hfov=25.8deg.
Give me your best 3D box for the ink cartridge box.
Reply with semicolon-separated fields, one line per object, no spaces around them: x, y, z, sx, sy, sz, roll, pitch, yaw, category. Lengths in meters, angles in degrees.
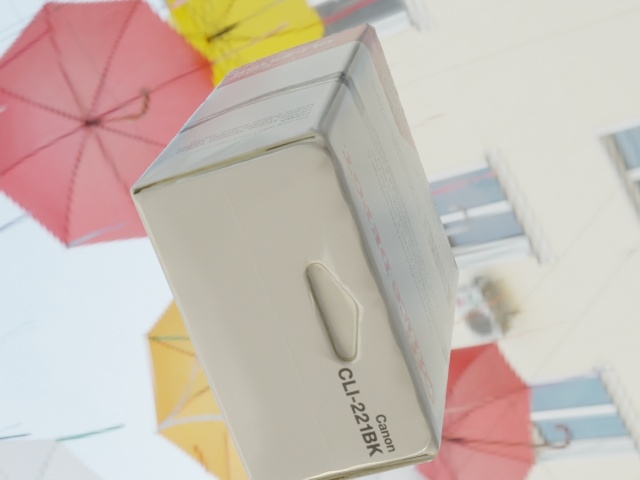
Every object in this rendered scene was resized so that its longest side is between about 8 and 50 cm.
0.000;0.000;0.856;0.273;0.114;0.197;-70;-38;-69;ink cartridge box
